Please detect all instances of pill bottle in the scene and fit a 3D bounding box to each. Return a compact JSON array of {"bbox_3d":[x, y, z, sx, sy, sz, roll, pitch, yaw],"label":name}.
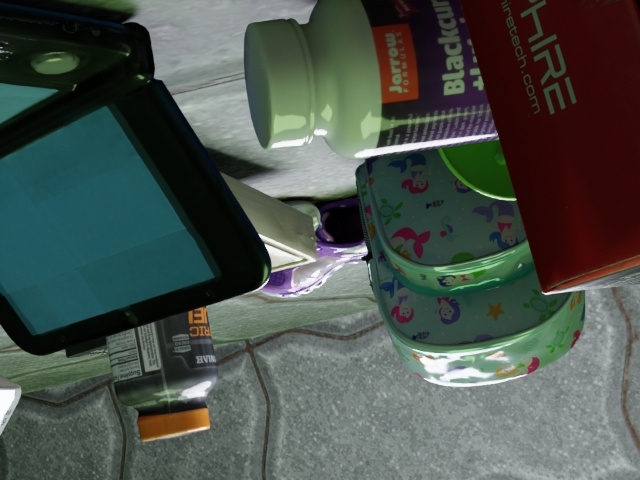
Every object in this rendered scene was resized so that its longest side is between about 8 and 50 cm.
[{"bbox_3d":[0.053,-0.110,0.723,0.193,0.108,0.108,-9,171,-13],"label":"pill bottle"},{"bbox_3d":[-0.200,0.122,1.412,0.130,0.245,0.130,-11,171,-2],"label":"pill bottle"}]

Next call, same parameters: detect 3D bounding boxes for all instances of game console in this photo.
[{"bbox_3d":[-0.224,-0.019,0.743,0.293,0.173,0.250,-19,168,39],"label":"game console"}]

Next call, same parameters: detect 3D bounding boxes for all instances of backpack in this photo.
[{"bbox_3d":[0.153,0.010,1.144,0.225,0.253,0.191,-11,151,8],"label":"backpack"}]

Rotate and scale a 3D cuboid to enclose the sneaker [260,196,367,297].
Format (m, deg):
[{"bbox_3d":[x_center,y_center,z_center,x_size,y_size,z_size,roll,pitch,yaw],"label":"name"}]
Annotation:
[{"bbox_3d":[0.000,0.000,1.424,0.236,0.095,0.104,-21,162,24],"label":"sneaker"}]

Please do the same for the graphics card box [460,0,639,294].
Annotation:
[{"bbox_3d":[0.211,-0.101,0.575,0.371,0.233,0.094,-3,164,-46],"label":"graphics card box"}]

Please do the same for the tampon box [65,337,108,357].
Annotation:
[{"bbox_3d":[-0.287,0.106,1.663,0.161,0.101,0.120,-18,168,43],"label":"tampon box"}]

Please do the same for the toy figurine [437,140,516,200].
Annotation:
[{"bbox_3d":[0.158,-0.112,0.938,0.173,0.130,0.159,-35,-174,-3],"label":"toy figurine"}]

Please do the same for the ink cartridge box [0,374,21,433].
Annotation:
[{"bbox_3d":[-0.447,0.116,1.008,0.289,0.121,0.211,26,178,13],"label":"ink cartridge box"}]

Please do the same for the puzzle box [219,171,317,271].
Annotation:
[{"bbox_3d":[-0.203,-0.007,1.089,0.272,0.052,0.409,-15,163,21],"label":"puzzle box"}]

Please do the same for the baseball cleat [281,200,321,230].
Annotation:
[{"bbox_3d":[-0.105,-0.005,1.351,0.206,0.072,0.109,-26,-143,-19],"label":"baseball cleat"}]
